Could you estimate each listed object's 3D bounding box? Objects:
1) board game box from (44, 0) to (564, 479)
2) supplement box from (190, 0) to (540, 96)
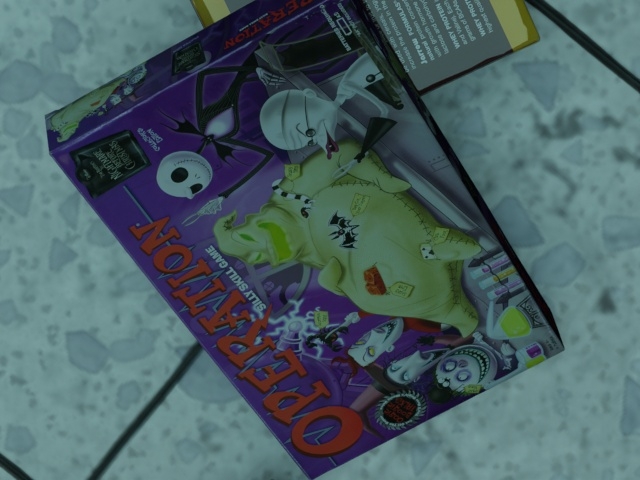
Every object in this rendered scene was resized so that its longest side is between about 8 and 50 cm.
[{"bbox_3d":[0.000,0.000,1.262,0.208,0.056,0.347,-26,129,12],"label":"board game box"},{"bbox_3d":[0.017,-0.179,1.290,0.194,0.129,0.191,-25,95,6],"label":"supplement box"}]
